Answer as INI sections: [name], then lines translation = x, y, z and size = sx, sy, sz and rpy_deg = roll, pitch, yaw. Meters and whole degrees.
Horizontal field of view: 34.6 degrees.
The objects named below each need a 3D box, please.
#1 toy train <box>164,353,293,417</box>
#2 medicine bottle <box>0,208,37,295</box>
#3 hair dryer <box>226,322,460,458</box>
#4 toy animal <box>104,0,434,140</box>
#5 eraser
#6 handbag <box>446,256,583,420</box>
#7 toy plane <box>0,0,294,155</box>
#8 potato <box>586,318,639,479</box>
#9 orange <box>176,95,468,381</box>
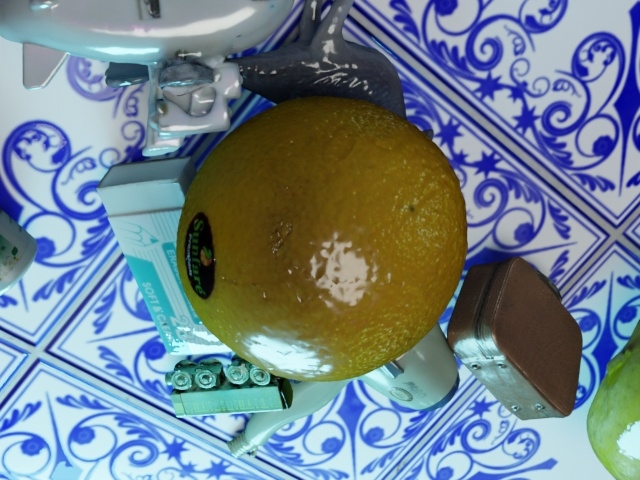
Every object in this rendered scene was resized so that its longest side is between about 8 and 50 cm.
[toy train]
translation = -0.103, 0.164, 1.161
size = 0.148, 0.038, 0.071
rpy_deg = -7, 117, 16
[medicine bottle]
translation = -0.347, -0.010, 0.993
size = 0.080, 0.080, 0.130
rpy_deg = -39, 123, 5
[hair dryer]
translation = -0.017, 0.103, 1.166
size = 0.298, 0.119, 0.296
rpy_deg = -19, 116, 7
[toy animal]
translation = -0.004, -0.182, 1.012
size = 0.367, 0.081, 0.206
rpy_deg = 18, 109, -21
[eraser]
translation = -0.148, 0.022, 1.075
size = 0.095, 0.052, 0.225
rpy_deg = -5, 124, 18
[handbag]
translation = 0.239, 0.114, 1.221
size = 0.072, 0.151, 0.193
rpy_deg = -15, 131, 42
[toy plane]
translation = -0.154, -0.208, 0.902
size = 0.267, 0.122, 0.267
rpy_deg = 0, 93, -1
[potato]
translation = 0.516, 0.164, 1.321
size = 0.397, 0.290, 0.296
rpy_deg = -33, 167, -43
[orange]
translation = 0.000, 0.000, 0.947
size = 0.274, 0.274, 0.274
rpy_deg = -8, 120, -14
